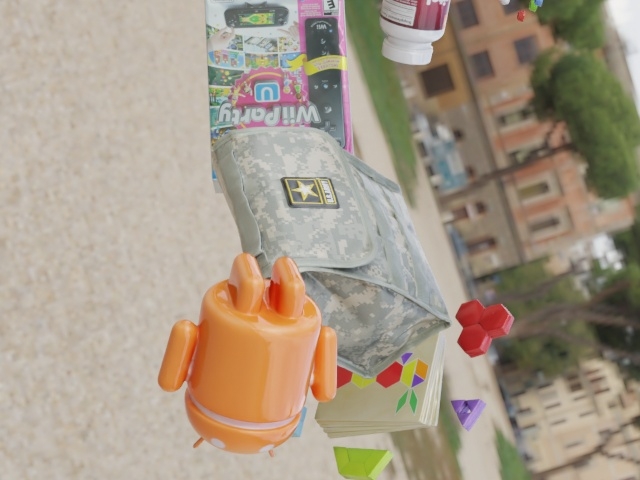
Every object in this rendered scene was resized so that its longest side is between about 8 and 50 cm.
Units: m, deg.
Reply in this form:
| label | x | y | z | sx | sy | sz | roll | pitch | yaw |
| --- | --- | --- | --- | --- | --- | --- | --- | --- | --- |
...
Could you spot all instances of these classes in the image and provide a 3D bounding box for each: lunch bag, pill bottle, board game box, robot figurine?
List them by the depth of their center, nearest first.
| label | x | y | z | sx | sy | sz | roll | pitch | yaw |
| --- | --- | --- | --- | --- | --- | --- | --- | --- | --- |
| robot figurine | -0.068 | 0.125 | 1.382 | 0.158 | 0.128 | 0.219 | -16 | 125 | -50 |
| lunch bag | 0.000 | 0.000 | 1.648 | 0.287 | 0.169 | 0.235 | 31 | 31 | -44 |
| pill bottle | 0.123 | -0.306 | 1.721 | 0.086 | 0.086 | 0.152 | -96 | -166 | -66 |
| board game box | -0.064 | -0.233 | 2.122 | 0.097 | 0.224 | 0.303 | 97 | -11 | -78 |

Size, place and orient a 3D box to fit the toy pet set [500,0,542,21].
| label | x | y | z | sx | sy | sz | roll | pitch | yaw |
| --- | --- | --- | --- | --- | --- | --- | --- | --- | --- |
| toy pet set | 0.241 | -0.342 | 1.690 | 0.122 | 0.065 | 0.114 | 148 | -49 | -86 |

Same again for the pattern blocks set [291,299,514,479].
| label | x | y | z | sx | sy | sz | roll | pitch | yaw |
| --- | --- | --- | --- | --- | --- | --- | --- | --- | --- |
| pattern blocks set | 0.086 | 0.189 | 1.822 | 0.026 | 0.325 | 0.285 | 45 | 59 | -44 |
